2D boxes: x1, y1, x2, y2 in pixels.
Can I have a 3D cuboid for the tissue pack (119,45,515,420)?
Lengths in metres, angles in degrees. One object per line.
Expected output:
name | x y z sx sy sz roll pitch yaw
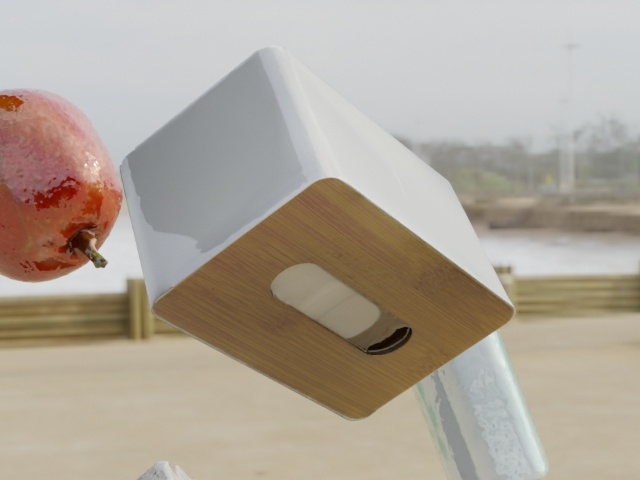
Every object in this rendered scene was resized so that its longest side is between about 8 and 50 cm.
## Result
tissue pack | -0.001 0.001 1.028 0.159 0.136 0.246 -36 -42 19

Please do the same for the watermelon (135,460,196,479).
watermelon | -0.164 0.370 1.502 0.310 0.231 0.193 -12 48 -26

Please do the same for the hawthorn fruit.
hawthorn fruit | -0.282 -0.043 1.435 0.225 0.196 0.196 42 22 23

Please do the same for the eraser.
eraser | 0.128 0.101 1.432 0.104 0.290 0.189 -21 -1 -9
